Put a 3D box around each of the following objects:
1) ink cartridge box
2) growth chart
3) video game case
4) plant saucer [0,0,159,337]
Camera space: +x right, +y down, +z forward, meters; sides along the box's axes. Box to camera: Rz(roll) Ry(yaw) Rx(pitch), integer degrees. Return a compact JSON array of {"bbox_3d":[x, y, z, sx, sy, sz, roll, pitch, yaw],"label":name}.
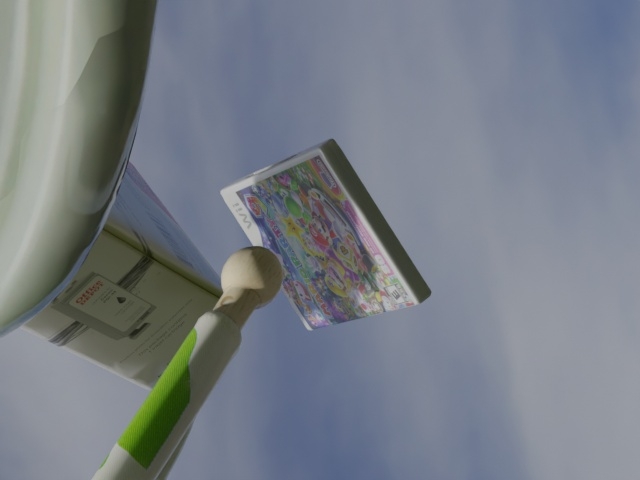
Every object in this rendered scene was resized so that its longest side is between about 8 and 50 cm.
[{"bbox_3d":[-0.219,-0.014,1.621,0.207,0.117,0.283,52,-172,31],"label":"ink cartridge box"},{"bbox_3d":[-0.093,0.115,0.507,0.021,0.237,0.172,36,-130,-3],"label":"growth chart"},{"bbox_3d":[0.000,0.000,0.944,0.011,0.122,0.087,-36,-82,-25],"label":"video game case"},{"bbox_3d":[-0.180,-0.150,0.449,0.100,0.400,0.400,-21,-71,-31],"label":"plant saucer"}]
